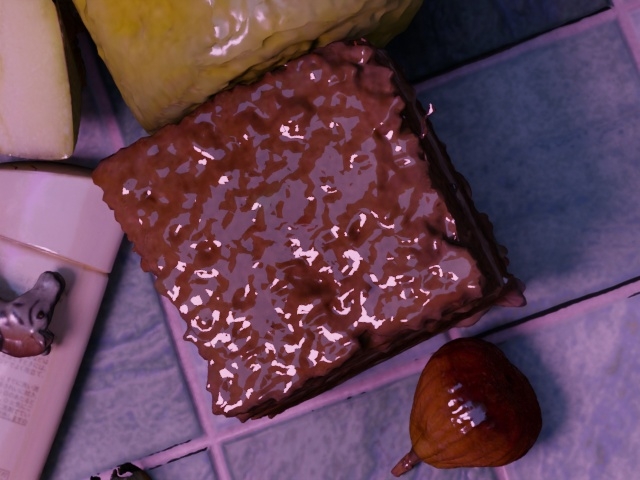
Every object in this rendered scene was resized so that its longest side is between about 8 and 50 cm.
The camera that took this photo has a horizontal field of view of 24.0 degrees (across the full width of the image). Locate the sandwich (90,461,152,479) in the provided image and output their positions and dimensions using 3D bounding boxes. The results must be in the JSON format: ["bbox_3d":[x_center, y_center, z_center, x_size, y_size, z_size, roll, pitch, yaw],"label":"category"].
[{"bbox_3d":[-0.246,0.320,1.387,0.235,0.122,0.128,-36,73,7],"label":"sandwich"}]

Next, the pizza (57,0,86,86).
[{"bbox_3d":[-0.330,-0.212,1.496,0.226,0.086,0.336,23,86,15],"label":"pizza"}]

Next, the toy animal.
[{"bbox_3d":[-0.369,0.030,1.383,0.255,0.090,0.170,-5,87,14],"label":"toy animal"}]

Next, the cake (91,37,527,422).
[{"bbox_3d":[0.000,0.000,1.294,0.282,0.290,0.256,-27,77,7],"label":"cake"}]

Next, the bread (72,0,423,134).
[{"bbox_3d":[-0.078,-0.273,1.323,0.348,0.348,0.308,-24,81,7],"label":"bread"}]

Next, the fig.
[{"bbox_3d":[0.135,0.162,1.357,0.119,0.153,0.119,8,50,-10],"label":"fig"}]

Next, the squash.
[{"bbox_3d":[-0.333,-0.194,1.369,0.236,0.155,0.204,12,86,15],"label":"squash"}]

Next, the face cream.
[{"bbox_3d":[-0.307,0.085,1.448,0.173,0.081,0.349,18,86,11],"label":"face cream"}]
